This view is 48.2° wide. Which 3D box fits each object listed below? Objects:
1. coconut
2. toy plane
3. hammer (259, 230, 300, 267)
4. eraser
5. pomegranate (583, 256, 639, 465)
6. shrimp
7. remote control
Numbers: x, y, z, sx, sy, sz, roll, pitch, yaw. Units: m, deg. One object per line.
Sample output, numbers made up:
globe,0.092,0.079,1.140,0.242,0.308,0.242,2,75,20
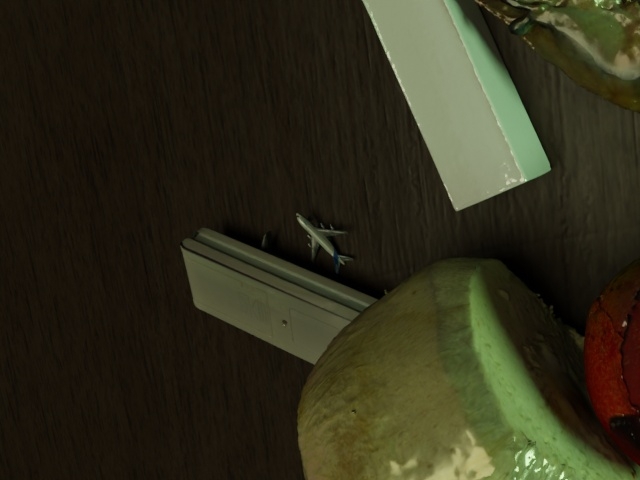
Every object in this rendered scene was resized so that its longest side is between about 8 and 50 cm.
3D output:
coconut,0.118,0.183,0.639,0.254,0.297,0.297,-43,77,32
toy plane,0.002,0.000,0.830,0.084,0.024,0.078,54,138,4
hammer,0.005,0.054,0.845,0.198,0.013,0.062,29,132,24
eraser,0.112,-0.182,0.669,0.076,0.078,0.298,-25,87,37
pomegranate,0.305,0.079,0.531,0.210,0.210,0.235,-11,69,37
shrimp,0.223,-0.199,0.598,0.262,0.066,0.117,35,106,6
remote control,-0.044,0.074,0.852,0.277,0.055,0.103,21,135,29
